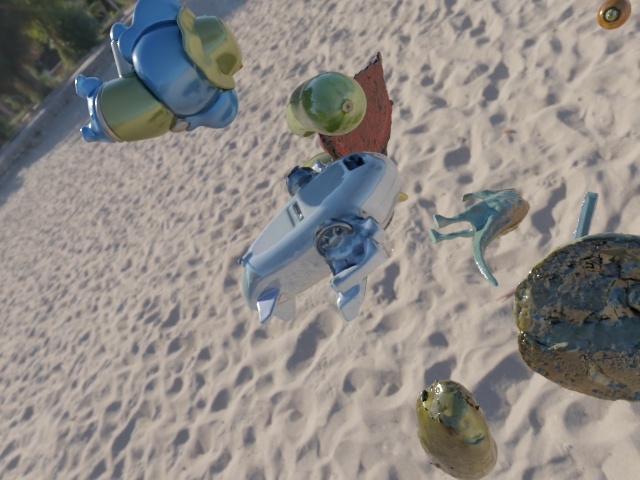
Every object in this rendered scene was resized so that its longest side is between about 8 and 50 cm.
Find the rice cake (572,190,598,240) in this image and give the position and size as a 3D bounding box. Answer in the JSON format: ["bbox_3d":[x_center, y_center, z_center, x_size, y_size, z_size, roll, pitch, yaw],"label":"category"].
[{"bbox_3d":[0.679,-0.037,1.250,0.042,0.030,0.180,17,106,38],"label":"rice cake"}]

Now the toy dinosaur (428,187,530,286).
[{"bbox_3d":[0.314,-0.032,0.946,0.205,0.092,0.393,-11,16,15],"label":"toy dinosaur"}]

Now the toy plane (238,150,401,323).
[{"bbox_3d":[-0.003,-0.002,0.581,0.252,0.118,0.252,-32,39,30],"label":"toy plane"}]

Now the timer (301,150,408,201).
[{"bbox_3d":[0.103,-0.169,1.817,0.376,0.386,0.376,-174,90,-79],"label":"timer"}]

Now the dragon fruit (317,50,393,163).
[{"bbox_3d":[0.087,-0.302,1.283,0.100,0.282,0.343,4,39,39],"label":"dragon fruit"}]

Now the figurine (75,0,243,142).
[{"bbox_3d":[-0.243,-0.245,0.712,0.262,0.180,0.154,-17,-5,-1],"label":"figurine"}]

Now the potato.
[{"bbox_3d":[0.307,0.439,1.114,0.141,0.296,0.191,-34,35,-30],"label":"potato"}]

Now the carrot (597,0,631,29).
[{"bbox_3d":[0.627,-0.503,1.032,0.061,0.061,0.257,-17,23,37],"label":"carrot"}]

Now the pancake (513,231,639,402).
[{"bbox_3d":[0.586,0.159,0.960,0.386,0.387,0.082,-26,4,28],"label":"pancake"}]

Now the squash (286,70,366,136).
[{"bbox_3d":[-0.003,-0.188,0.689,0.083,0.083,0.250,-48,18,-3],"label":"squash"}]
